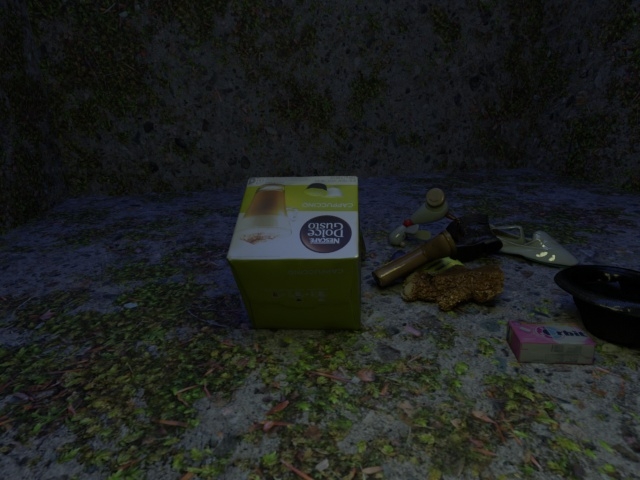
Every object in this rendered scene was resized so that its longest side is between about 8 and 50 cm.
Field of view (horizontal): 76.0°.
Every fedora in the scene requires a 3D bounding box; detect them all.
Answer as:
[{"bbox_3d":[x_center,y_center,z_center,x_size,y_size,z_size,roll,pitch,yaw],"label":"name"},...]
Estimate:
[{"bbox_3d":[0.825,0.185,1.148,0.334,0.152,0.334,-2,15,1],"label":"fedora"}]

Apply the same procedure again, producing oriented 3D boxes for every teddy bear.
[{"bbox_3d":[0.440,0.158,1.387,0.338,0.113,0.245,-9,11,4],"label":"teddy bear"}]

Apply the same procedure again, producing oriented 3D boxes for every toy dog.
[{"bbox_3d":[0.483,-0.075,1.872,0.220,0.333,0.161,-3,47,-46],"label":"toy dog"}]

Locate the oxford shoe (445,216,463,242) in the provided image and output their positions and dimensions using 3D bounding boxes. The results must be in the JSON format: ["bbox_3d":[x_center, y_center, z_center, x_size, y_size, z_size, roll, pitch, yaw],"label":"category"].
[{"bbox_3d":[0.641,-0.010,1.904,0.098,0.097,0.271,-32,16,23],"label":"oxford shoe"}]

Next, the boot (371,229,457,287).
[{"bbox_3d":[0.320,0.075,1.424,0.270,0.089,0.236,-26,-12,-3],"label":"boot"}]

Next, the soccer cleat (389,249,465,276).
[{"bbox_3d":[0.404,0.115,1.558,0.289,0.093,0.121,9,51,18],"label":"soccer cleat"}]

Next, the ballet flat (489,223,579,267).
[{"bbox_3d":[0.856,0.009,1.710,0.400,0.139,0.139,16,26,42],"label":"ballet flat"}]

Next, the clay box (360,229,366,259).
[{"bbox_3d":[0.115,0.021,1.680,0.128,0.053,0.222,4,-23,14],"label":"clay box"}]

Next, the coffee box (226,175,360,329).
[{"bbox_3d":[-0.048,0.041,1.229,0.338,0.338,0.334,-1,46,6],"label":"coffee box"}]

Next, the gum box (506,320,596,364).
[{"bbox_3d":[0.603,0.266,1.075,0.189,0.062,0.107,0,19,7],"label":"gum box"}]

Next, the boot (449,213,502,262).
[{"bbox_3d":[0.625,-0.021,1.755,0.263,0.091,0.229,-10,37,1],"label":"boot"}]
